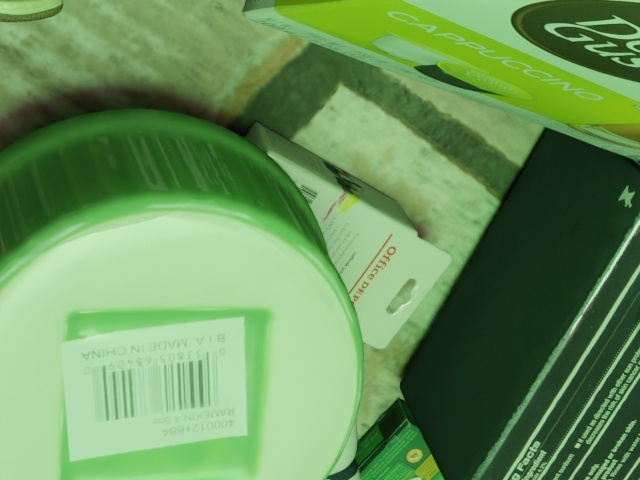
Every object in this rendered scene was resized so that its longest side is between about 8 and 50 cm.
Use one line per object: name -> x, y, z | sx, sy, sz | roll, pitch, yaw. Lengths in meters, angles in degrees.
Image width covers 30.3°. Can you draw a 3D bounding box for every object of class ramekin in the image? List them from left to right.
ramekin -> -0.118, 0.076, 0.794 | 0.303, 0.148, 0.303 | -6, 112, -15

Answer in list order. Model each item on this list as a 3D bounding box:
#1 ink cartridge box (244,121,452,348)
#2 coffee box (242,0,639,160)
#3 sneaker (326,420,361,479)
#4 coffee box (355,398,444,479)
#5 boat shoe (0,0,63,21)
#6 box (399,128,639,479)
ink cartridge box -> 0.000, 0.000, 0.925 | 0.181, 0.061, 0.104 | 29, 108, -24
coffee box -> 0.208, -0.233, 0.600 | 0.337, 0.334, 0.338 | 13, 89, -32
sneaker -> -0.083, 0.181, 1.003 | 0.235, 0.090, 0.095 | -10, 107, -12
coffee box -> 0.105, 0.234, 1.092 | 0.184, 0.040, 0.113 | 33, 107, -26
boat shoe -> -0.261, -0.185, 0.763 | 0.190, 0.068, 0.072 | 3, 106, -15
box -> 0.272, 0.086, 0.967 | 0.294, 0.183, 0.296 | 20, 110, -23
